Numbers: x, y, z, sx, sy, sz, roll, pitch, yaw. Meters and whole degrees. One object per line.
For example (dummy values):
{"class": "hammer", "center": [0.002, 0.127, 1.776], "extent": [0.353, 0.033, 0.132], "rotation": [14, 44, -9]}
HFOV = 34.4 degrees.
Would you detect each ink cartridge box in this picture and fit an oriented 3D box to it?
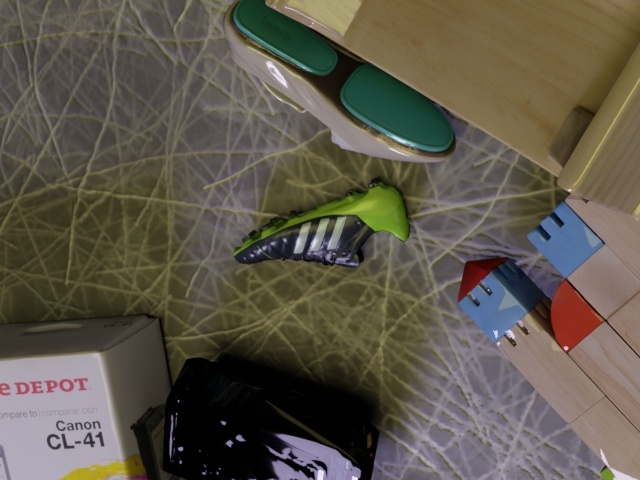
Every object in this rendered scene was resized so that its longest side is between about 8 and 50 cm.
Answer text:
{"class": "ink cartridge box", "center": [-0.270, 0.248, 1.100], "extent": [0.226, 0.131, 0.306], "rotation": [-6, 102, 17]}

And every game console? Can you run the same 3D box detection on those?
{"class": "game console", "center": [-0.067, 0.300, 1.067], "extent": [0.213, 0.044, 0.361], "rotation": [17, 118, 16]}

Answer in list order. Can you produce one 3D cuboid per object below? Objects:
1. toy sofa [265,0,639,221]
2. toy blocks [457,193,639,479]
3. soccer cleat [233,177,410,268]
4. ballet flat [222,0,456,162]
{"class": "toy sofa", "center": [0.143, -0.161, 0.797], "extent": [0.362, 0.177, 0.150], "rotation": [40, 107, 40]}
{"class": "toy blocks", "center": [0.295, 0.034, 0.867], "extent": [0.261, 0.191, 0.381], "rotation": [49, 125, 11]}
{"class": "soccer cleat", "center": [0.000, 0.000, 1.003], "extent": [0.179, 0.060, 0.072], "rotation": [-20, 98, 16]}
{"class": "ballet flat", "center": [0.013, -0.136, 0.965], "extent": [0.248, 0.086, 0.086], "rotation": [37, 110, 7]}
